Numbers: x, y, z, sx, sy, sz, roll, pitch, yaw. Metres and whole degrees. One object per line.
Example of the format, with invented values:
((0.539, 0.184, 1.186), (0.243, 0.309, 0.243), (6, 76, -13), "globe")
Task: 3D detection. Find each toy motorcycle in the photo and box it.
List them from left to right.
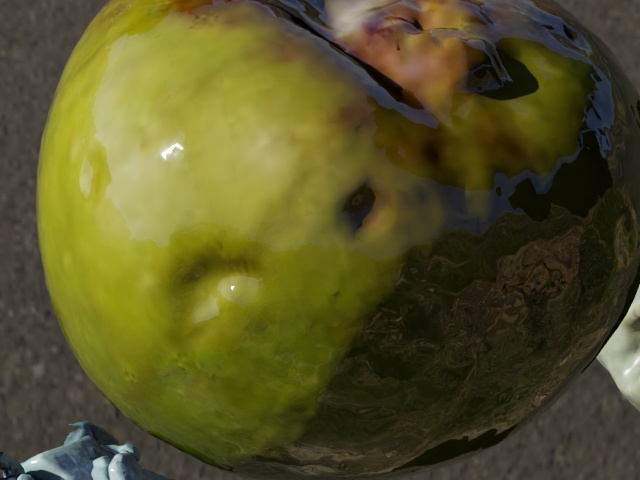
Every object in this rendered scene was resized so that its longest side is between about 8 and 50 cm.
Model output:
((-0.221, 0.275, 1.570), (0.154, 0.206, 0.260), (-25, -5, 19), "toy motorcycle")

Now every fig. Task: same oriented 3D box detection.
((-0.001, -0.004, 0.508), (0.181, 0.191, 0.181), (7, 57, -12), "fig")

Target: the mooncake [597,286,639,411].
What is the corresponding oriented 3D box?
((0.264, -0.002, 0.832), (0.136, 0.250, 0.254), (40, 61, -10), "mooncake")
